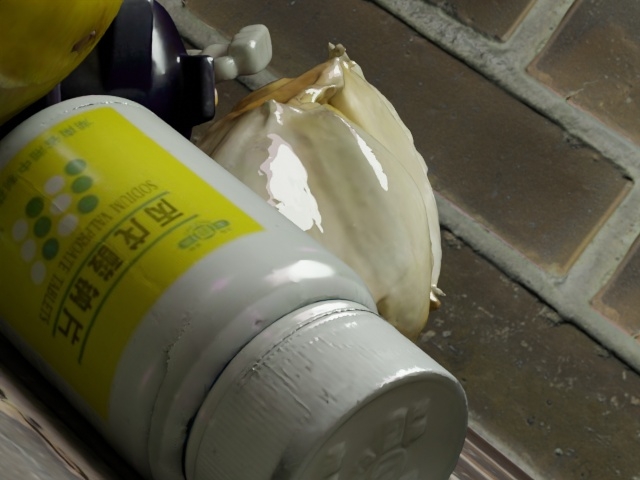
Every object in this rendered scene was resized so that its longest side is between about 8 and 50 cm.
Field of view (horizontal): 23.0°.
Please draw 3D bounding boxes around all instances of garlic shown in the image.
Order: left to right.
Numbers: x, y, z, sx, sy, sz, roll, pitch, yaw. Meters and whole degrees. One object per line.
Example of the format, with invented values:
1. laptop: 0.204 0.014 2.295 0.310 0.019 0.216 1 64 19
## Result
1. garlic: -0.014 0.009 1.001 0.203 0.185 0.281 58 10 -10

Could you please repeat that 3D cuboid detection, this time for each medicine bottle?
1. medicine bottle: -0.058 0.044 0.772 0.258 0.143 0.143 38 2 34

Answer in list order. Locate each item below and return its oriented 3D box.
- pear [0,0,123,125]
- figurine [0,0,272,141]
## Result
1. pear: -0.255 -0.166 0.827 0.285 0.285 0.336 36 -28 -27
2. figurine: -0.173 -0.095 1.052 0.143 0.308 0.308 64 -7 -17
